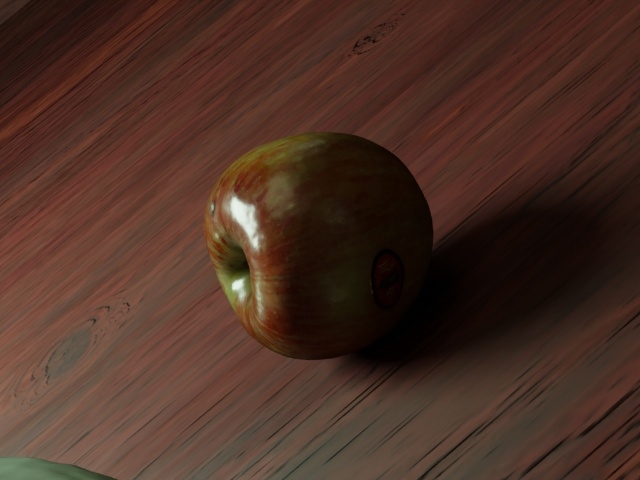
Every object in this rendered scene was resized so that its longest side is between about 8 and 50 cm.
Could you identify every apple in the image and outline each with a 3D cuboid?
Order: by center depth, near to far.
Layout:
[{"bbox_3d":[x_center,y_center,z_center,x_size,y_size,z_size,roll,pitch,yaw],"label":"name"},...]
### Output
[{"bbox_3d":[0.000,0.000,0.980,0.131,0.146,0.146,-19,15,-25],"label":"apple"}]

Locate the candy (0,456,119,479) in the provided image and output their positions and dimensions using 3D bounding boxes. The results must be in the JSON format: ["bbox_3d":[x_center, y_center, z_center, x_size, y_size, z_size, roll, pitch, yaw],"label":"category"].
[{"bbox_3d":[-0.116,0.258,0.460,0.386,0.186,0.427,-35,49,15],"label":"candy"}]
